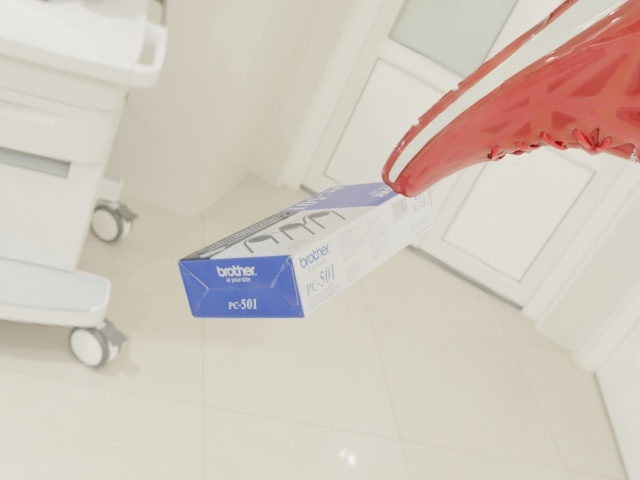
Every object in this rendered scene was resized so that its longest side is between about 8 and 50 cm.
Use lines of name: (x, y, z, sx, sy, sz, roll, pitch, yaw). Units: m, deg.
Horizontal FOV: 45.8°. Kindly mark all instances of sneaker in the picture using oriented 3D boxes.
sneaker: (0.151, -0.067, 0.471, 0.128, 0.221, 0.087, 51, 28, 1)

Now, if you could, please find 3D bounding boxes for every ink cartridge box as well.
ink cartridge box: (0.000, 0.000, 0.572, 0.097, 0.046, 0.207, -3, 15, 33)
